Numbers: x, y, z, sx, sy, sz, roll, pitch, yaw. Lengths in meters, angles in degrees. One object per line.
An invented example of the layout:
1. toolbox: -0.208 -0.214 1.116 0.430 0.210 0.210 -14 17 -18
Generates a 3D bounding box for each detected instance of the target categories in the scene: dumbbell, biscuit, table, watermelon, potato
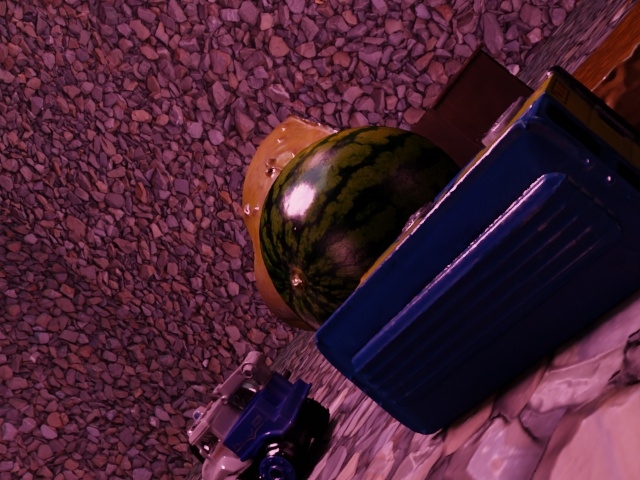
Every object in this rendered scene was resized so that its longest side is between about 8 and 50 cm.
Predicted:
1. dumbbell: -0.159 0.391 1.307 0.325 0.143 0.143 -50 -1 -31
2. biscuit: 0.361 -0.198 0.757 0.368 0.076 0.394 -51 -4 23
3. table: 0.320 -0.241 1.269 0.172 0.193 0.169 -51 -1 -9
4. watermelon: 0.063 -0.007 0.818 0.285 0.285 0.285 -51 -1 -1
5. potato: 0.000 0.000 1.173 0.319 0.385 0.442 -54 -14 -6

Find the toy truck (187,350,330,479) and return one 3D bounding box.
1. toy truck: -0.103 0.291 0.956 0.213 0.177 0.161 -51 1 23

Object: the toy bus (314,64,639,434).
1. toy bus: 0.139 0.016 0.540 0.288 0.138 0.175 -51 -1 37
